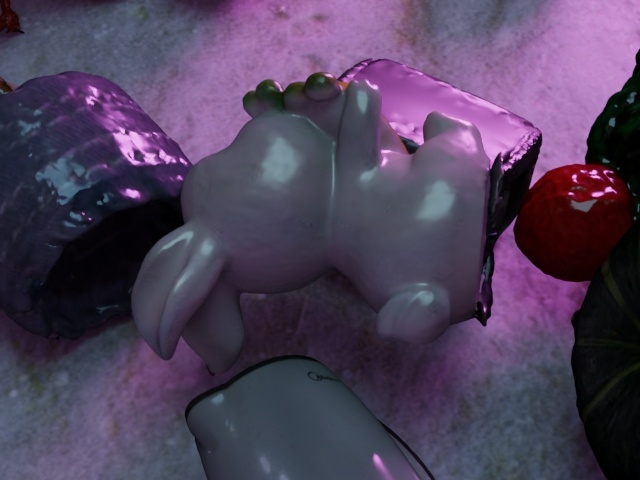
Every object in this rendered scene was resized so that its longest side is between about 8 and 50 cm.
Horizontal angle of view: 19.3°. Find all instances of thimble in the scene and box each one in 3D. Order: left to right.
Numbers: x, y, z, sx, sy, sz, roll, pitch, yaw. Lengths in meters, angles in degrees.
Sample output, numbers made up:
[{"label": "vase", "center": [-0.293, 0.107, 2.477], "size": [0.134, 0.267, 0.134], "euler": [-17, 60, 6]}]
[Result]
[{"label": "thimble", "center": [-0.224, -0.028, 1.713], "size": [0.172, 0.205, 0.236], "euler": [46, 27, 23]}]

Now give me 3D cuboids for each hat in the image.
[{"label": "hat", "center": [0.335, -0.069, 1.792], "size": [0.332, 0.242, 0.274], "euler": [-17, 41, -19]}]

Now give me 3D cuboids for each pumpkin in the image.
[{"label": "pumpkin", "center": [0.361, 0.101, 1.586], "size": [0.241, 0.323, 0.323], "euler": [19, 37, -38]}]

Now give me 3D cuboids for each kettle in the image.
[{"label": "kettle", "center": [0.019, 0.216, 1.560], "size": [0.221, 0.161, 0.236], "euler": [5, 36, -41]}]

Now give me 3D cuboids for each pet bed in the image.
[{"label": "pet bed", "center": [0.086, -0.055, 1.814], "size": [0.211, 0.159, 0.183], "euler": [25, 29, 12]}]

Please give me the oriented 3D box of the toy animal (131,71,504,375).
[{"label": "toy animal", "center": [0.001, -0.005, 1.633], "size": [0.310, 0.183, 0.247], "euler": [4, 74, 4]}]

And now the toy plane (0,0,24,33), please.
[{"label": "toy plane", "center": [-0.342, -0.307, 2.018], "size": [0.077, 0.126, 0.194], "euler": [7, 38, -40]}]

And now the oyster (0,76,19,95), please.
[{"label": "oyster", "center": [-0.287, -0.130, 1.884], "size": [0.199, 0.061, 0.106], "euler": [-1, 49, -8]}]
